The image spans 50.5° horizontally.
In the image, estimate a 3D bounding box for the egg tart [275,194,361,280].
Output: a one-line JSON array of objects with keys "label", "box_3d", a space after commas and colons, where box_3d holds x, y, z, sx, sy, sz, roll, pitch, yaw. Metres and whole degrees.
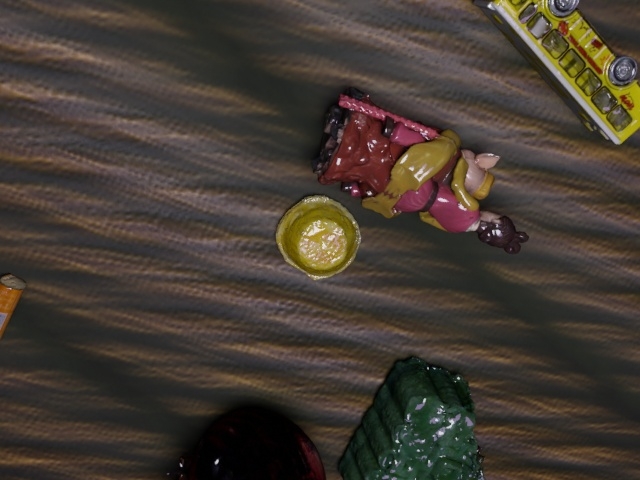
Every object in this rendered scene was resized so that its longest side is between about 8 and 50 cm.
[{"label": "egg tart", "box_3d": [0.000, 0.000, 0.788, 0.105, 0.039, 0.105, -2, 108, -8]}]

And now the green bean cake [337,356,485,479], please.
[{"label": "green bean cake", "box_3d": [0.147, 0.274, 0.862, 0.193, 0.107, 0.208, 22, 103, -12]}]

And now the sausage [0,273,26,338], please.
[{"label": "sausage", "box_3d": [-0.375, 0.091, 0.780, 0.031, 0.031, 0.107, 28, 103, -14]}]

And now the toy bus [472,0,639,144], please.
[{"label": "toy bus", "box_3d": [0.267, -0.205, 0.731, 0.226, 0.081, 0.074, 40, 105, -20]}]

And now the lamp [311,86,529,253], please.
[{"label": "lamp", "box_3d": [0.118, -0.073, 0.740, 0.253, 0.118, 0.118, 19, 105, -11]}]

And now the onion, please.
[{"label": "onion", "box_3d": [-0.092, 0.338, 0.806, 0.281, 0.281, 0.221, -47, 140, 10]}]
